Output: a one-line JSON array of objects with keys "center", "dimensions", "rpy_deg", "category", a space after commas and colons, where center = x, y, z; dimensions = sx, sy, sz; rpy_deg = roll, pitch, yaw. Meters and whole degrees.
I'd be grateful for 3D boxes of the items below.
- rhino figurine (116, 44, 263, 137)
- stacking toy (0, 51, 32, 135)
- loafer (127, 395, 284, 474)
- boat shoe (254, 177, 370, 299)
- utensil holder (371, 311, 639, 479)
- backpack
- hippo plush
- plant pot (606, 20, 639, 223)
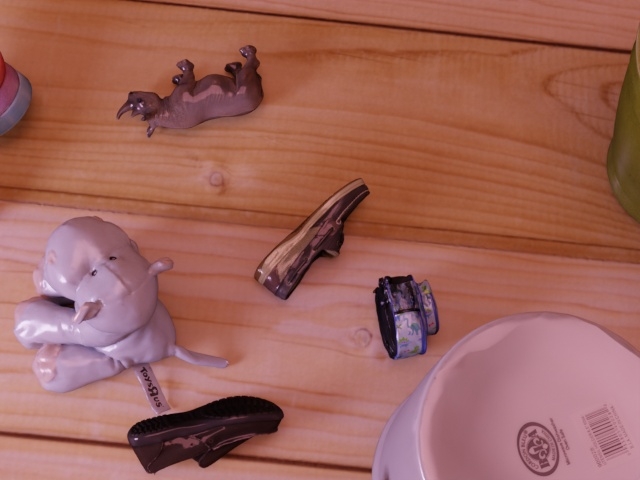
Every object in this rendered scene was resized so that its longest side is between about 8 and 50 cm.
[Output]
[{"center": [-0.205, -0.227, 1.625], "dimensions": [0.243, 0.073, 0.106], "rpy_deg": [-16, 69, -7], "category": "rhino figurine"}, {"center": [-0.598, -0.157, 1.590], "dimensions": [0.280, 0.130, 0.309], "rpy_deg": [8, 64, 28], "category": "stacking toy"}, {"center": [-0.158, 0.277, 1.451], "dimensions": [0.220, 0.080, 0.078], "rpy_deg": [-10, 103, -7], "category": "loafer"}, {"center": [0.000, 0.000, 1.553], "dimensions": [0.223, 0.080, 0.073], "rpy_deg": [-43, 83, -11], "category": "boat shoe"}, {"center": [0.241, 0.285, 1.294], "dimensions": [0.328, 0.385, 0.327], "rpy_deg": [1, 70, -2], "category": "utensil holder"}, {"center": [0.128, 0.113, 1.500], "dimensions": [0.084, 0.105, 0.114], "rpy_deg": [-7, 76, -4], "category": "backpack"}, {"center": [-0.309, 0.101, 1.412], "dimensions": [0.234, 0.236, 0.294], "rpy_deg": [-36, 75, -15], "category": "hippo plush"}, {"center": [0.585, -0.167, 1.492], "dimensions": [0.367, 0.353, 0.366], "rpy_deg": [1, 70, -2], "category": "plant pot"}]
